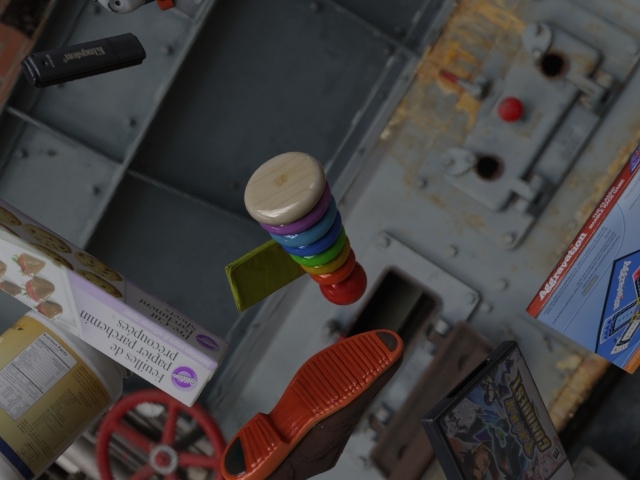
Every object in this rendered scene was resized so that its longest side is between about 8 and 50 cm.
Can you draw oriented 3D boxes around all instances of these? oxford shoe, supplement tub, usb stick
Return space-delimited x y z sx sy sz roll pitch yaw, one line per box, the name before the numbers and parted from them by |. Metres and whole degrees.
oxford shoe | 0.005 0.218 1.069 0.271 0.098 0.097 -40 34 2
supplement tub | -0.494 0.259 1.507 0.316 0.228 0.228 -45 -15 -28
usb stick | -0.497 -0.384 1.826 0.278 0.077 0.045 -26 -2 -40

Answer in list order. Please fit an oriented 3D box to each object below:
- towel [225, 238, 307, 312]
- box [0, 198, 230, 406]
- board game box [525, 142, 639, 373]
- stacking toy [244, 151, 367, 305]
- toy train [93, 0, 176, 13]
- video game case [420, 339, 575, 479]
towel | -0.072 0.041 1.637 0.237 0.021 0.102 -31 -62 -31
box | -0.250 0.057 0.907 0.063 0.324 0.067 -57 1 16
board game box | 0.350 -0.008 0.894 0.281 0.145 0.027 -58 18 10
stacking toy | 0.000 0.000 1.484 0.141 0.141 0.330 -53 -41 -17
toy train | -0.223 -0.419 1.179 0.334 0.190 0.142 -97 -16 -48
video game case | 0.300 0.344 1.411 0.248 0.275 0.035 -33 12 -38
